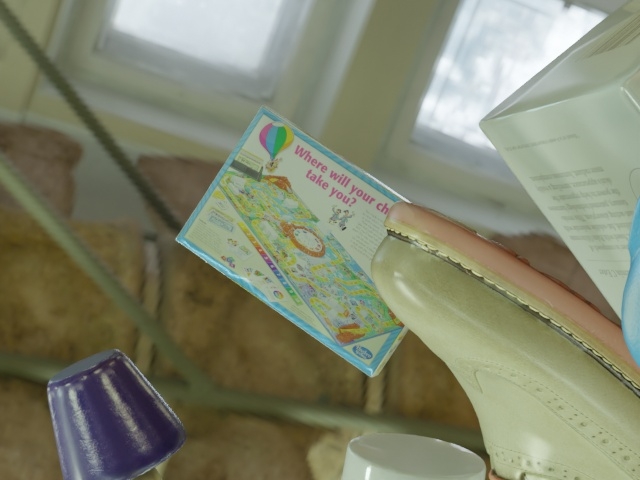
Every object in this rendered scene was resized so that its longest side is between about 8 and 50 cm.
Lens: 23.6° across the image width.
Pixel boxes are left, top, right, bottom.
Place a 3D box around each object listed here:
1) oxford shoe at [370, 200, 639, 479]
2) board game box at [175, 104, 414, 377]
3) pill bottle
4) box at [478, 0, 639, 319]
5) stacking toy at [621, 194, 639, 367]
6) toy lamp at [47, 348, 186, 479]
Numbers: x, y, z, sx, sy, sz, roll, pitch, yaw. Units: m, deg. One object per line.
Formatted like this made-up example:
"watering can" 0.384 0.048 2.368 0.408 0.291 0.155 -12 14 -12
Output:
"oxford shoe" 0.149 0.146 0.836 0.397 0.146 0.140 46 175 -14
"board game box" 0.000 0.000 0.965 0.154 0.103 0.026 35 -174 11
"pill bottle" 0.053 0.251 1.088 0.119 0.209 0.119 8 -171 -1
"box" 0.291 0.006 0.938 0.345 0.168 0.215 53 167 -9
"stacking toy" 0.238 0.030 0.489 0.165 0.175 0.302 35 -177 39
"toy lamp" -0.084 0.196 0.911 0.080 0.275 0.080 -22 -171 3
